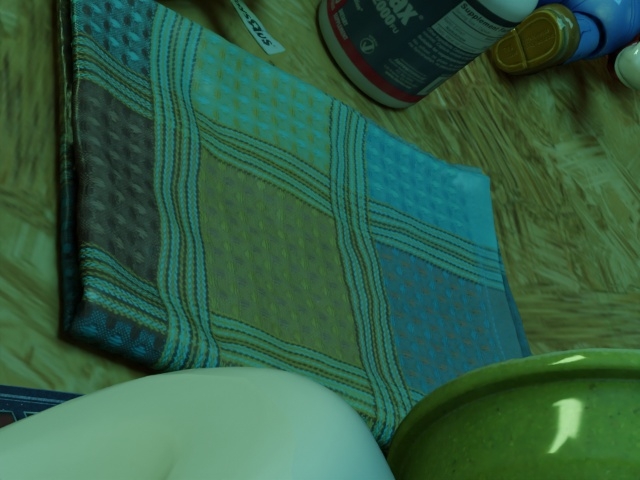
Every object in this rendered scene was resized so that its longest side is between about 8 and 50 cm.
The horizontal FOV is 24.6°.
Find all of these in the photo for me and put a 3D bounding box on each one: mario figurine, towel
[{"bbox_3d":[0.278,-0.237,1.349,0.320,0.170,0.198,-12,104,-47],"label":"mario figurine"},{"bbox_3d":[0.000,0.000,0.899,0.370,0.040,0.271,25,41,-37],"label":"towel"}]

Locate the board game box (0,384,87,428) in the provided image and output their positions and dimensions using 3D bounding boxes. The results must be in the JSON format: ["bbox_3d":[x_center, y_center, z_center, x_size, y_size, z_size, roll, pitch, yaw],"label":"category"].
[{"bbox_3d":[-0.133,0.127,0.571,0.243,0.042,0.165,13,36,-46],"label":"board game box"}]

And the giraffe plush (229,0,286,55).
[{"bbox_3d":[-0.048,-0.249,0.927,0.210,0.170,0.181,43,31,-2],"label":"giraffe plush"}]

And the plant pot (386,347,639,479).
[{"bbox_3d":[0.142,0.233,0.684,0.276,0.276,0.254,37,47,-24],"label":"plant pot"}]

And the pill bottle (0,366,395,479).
[{"bbox_3d":[-0.018,0.259,0.397,0.229,0.229,0.408,-42,112,-58],"label":"pill bottle"}]

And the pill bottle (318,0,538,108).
[{"bbox_3d":[0.095,-0.187,1.064,0.108,0.180,0.108,33,37,-29],"label":"pill bottle"}]
